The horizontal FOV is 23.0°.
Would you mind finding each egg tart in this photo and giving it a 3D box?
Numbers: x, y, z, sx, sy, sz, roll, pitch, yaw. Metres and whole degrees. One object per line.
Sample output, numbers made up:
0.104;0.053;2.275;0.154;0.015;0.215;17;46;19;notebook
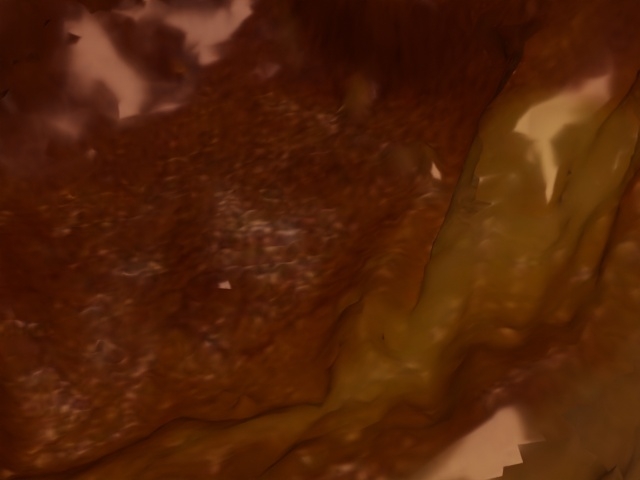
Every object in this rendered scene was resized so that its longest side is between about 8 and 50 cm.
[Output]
0.000;0.000;0.457;0.352;0.150;0.352;-9;50;11;egg tart
